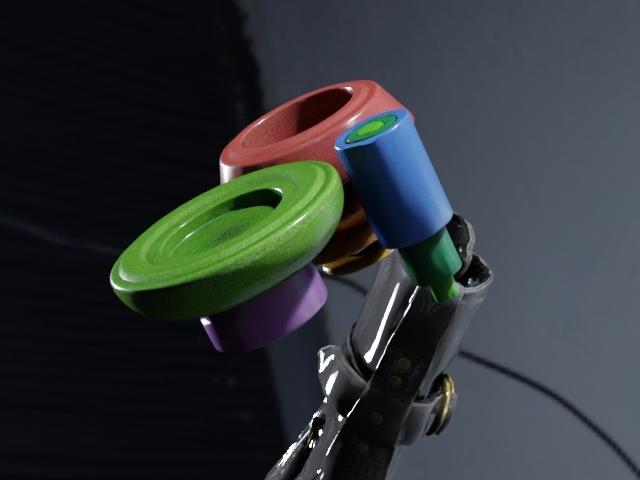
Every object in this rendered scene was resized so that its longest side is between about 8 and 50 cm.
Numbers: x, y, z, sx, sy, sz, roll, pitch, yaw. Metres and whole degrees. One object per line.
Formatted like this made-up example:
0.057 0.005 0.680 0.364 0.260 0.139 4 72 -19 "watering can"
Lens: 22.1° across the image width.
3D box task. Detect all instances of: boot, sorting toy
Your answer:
0.025 0.092 0.820 0.263 0.091 0.229 -95 28 -83 "boot"
0.000 0.000 0.356 0.061 0.102 0.042 -16 111 27 "sorting toy"
